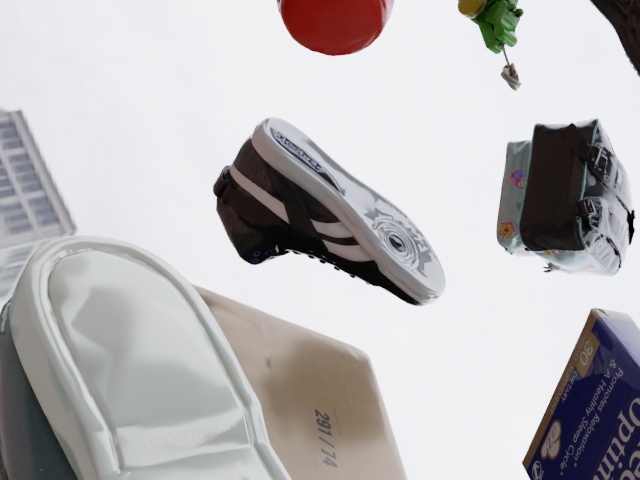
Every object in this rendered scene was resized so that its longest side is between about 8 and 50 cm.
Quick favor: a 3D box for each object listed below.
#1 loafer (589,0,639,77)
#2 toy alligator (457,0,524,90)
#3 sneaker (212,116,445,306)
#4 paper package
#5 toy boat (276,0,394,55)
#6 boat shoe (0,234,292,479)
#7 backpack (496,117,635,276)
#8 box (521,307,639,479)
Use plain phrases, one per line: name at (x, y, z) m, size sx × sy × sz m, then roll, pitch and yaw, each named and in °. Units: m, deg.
loafer at (0.331, -0.258, 0.927) m, size 0.078 × 0.080 × 0.220 m, roll -31°, pitch -85°, yaw 38°
toy alligator at (0.170, -0.221, 0.857) m, size 0.051 × 0.056 × 0.189 m, roll -43°, pitch -135°, yaw 28°
sneaker at (0.000, 0.000, 0.801) m, size 0.217 × 0.079 × 0.121 m, roll 43°, pitch -57°, yaw -2°
paper package at (-0.074, 0.222, 0.785) m, size 0.168 × 0.310 × 0.324 m, roll -44°, pitch -139°, yaw 27°
toy boat at (-0.066, -0.210, 0.315) m, size 0.268 × 0.318 × 0.148 m, roll -21°, pitch -135°, yaw 30°
boat shoe at (-0.052, 0.144, 0.313) m, size 0.099 × 0.116 × 0.319 m, roll -51°, pitch -129°, yaw 31°
backpack at (0.297, -0.040, 1.068) m, size 0.144 × 0.188 × 0.165 m, roll -5°, pitch -110°, yaw 39°
box at (0.195, 0.155, 0.537) m, size 0.225 × 0.037 × 0.136 m, roll -111°, pitch -145°, yaw -62°
